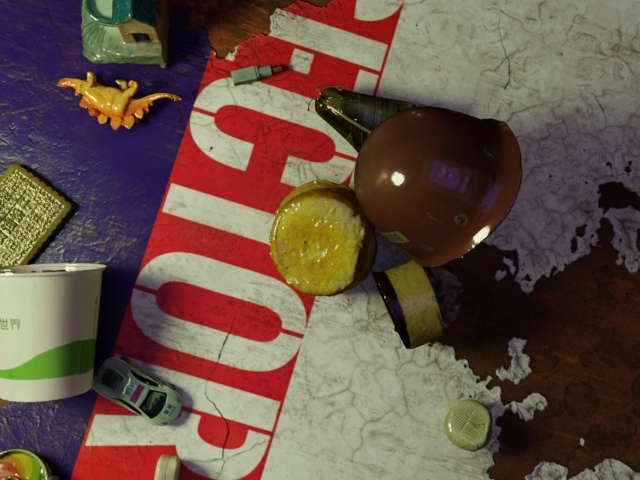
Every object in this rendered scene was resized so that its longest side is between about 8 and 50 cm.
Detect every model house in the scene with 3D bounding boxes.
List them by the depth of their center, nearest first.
[{"bbox_3d":[-0.432,-0.548,1.458,0.194,0.325,0.267,1,85,-7],"label":"model house"}]

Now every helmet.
[{"bbox_3d":[0.195,-0.137,1.394,0.230,0.385,0.337,24,93,-19],"label":"helmet"}]

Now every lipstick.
[{"bbox_3d":[-0.143,-0.393,1.615,0.129,0.030,0.030,-15,86,-6],"label":"lipstick"}]

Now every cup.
[{"bbox_3d":[-0.572,0.181,1.432,0.253,0.253,0.274,-1,91,-5],"label":"cup"}]

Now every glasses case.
[{"bbox_3d":[-0.339,0.566,1.491,0.050,0.083,0.196,7,83,-3],"label":"glasses case"}]

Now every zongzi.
[{"bbox_3d":[0.080,-0.222,1.592,0.248,0.111,0.241,14,96,3],"label":"zongzi"}]

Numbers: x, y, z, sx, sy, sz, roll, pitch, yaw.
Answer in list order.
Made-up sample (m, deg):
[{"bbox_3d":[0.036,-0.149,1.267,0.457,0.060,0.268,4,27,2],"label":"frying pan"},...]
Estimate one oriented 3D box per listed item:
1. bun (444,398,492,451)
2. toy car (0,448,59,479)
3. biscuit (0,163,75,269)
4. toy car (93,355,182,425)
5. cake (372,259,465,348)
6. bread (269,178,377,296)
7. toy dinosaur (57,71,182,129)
[{"bbox_3d":[0.337,0.421,1.568,0.115,0.069,0.115,0,65,1],"label":"bun"},{"bbox_3d":[-0.636,0.551,1.451,0.235,0.145,0.235,2,68,-5],"label":"toy car"},{"bbox_3d":[-0.690,-0.032,1.539,0.172,0.029,0.254,37,83,0],"label":"biscuit"},{"bbox_3d":[-0.400,0.333,1.519,0.205,0.056,0.095,31,82,-1],"label":"toy car"},{"bbox_3d":[0.231,0.126,1.514,0.178,0.207,0.185,-25,45,3],"label":"cake"},{"bbox_3d":[0.000,0.000,1.528,0.268,0.146,0.268,1,97,5],"label":"bread"},{"bbox_3d":[-0.461,-0.310,1.565,0.288,0.070,0.117,13,95,0],"label":"toy dinosaur"}]
